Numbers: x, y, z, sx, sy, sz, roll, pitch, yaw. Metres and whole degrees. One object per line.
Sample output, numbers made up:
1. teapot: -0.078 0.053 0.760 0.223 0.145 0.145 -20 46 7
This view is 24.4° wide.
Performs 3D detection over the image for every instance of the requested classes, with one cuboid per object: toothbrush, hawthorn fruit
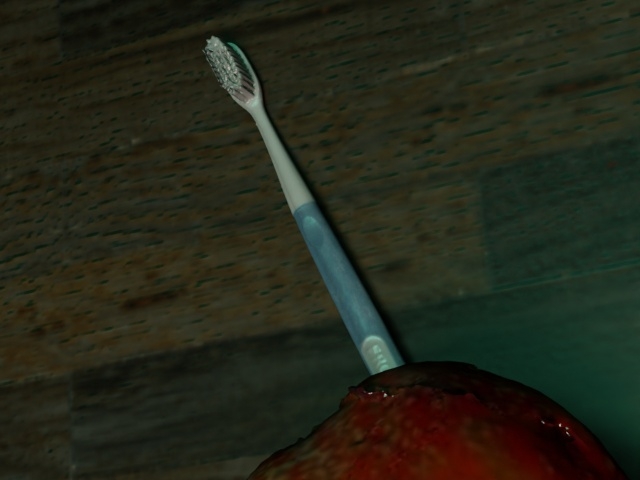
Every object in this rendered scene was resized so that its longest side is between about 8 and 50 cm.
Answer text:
1. toothbrush: 0.000 0.000 0.760 0.019 0.025 0.275 -34 64 14
2. hawthorn fruit: 0.064 0.166 0.604 0.181 0.181 0.235 -37 63 13
